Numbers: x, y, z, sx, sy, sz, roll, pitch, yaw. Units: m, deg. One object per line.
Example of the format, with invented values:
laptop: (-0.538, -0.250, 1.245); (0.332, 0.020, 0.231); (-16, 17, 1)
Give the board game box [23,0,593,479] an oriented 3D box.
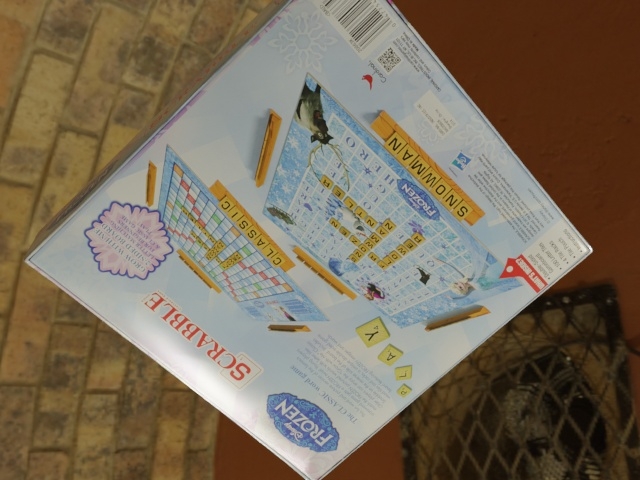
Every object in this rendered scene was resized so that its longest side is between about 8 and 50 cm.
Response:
board game box: (0.000, 0.000, 0.580); (0.318, 0.318, 0.066); (-42, -158, 8)
